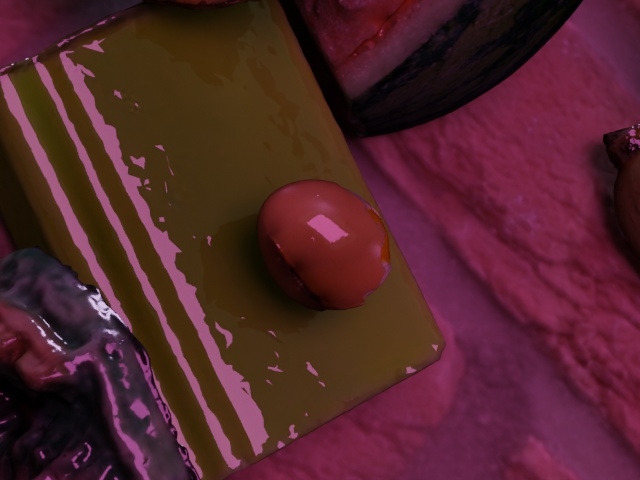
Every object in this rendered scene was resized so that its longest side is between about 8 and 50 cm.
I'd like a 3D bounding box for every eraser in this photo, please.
[{"bbox_3d":[-0.072,-0.005,1.067,0.210,0.092,0.274,-27,90,-27],"label":"eraser"}]

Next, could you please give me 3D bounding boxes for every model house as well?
[{"bbox_3d":[-0.205,0.154,0.903,0.237,0.202,0.237,-23,86,-28],"label":"model house"}]

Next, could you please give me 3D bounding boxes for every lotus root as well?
[{"bbox_3d":[0.263,-0.009,1.219,0.090,0.077,0.183,-44,97,-27],"label":"lotus root"}]

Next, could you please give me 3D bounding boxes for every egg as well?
[{"bbox_3d":[0.000,0.000,1.008,0.083,0.071,0.071,49,61,-32],"label":"egg"}]

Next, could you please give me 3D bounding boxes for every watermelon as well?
[{"bbox_3d":[0.074,-0.209,1.176,0.283,0.292,0.250,-50,142,-2],"label":"watermelon"}]

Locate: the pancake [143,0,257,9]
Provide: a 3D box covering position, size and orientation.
[{"bbox_3d":[-0.052,-0.312,1.058,0.382,0.071,0.382,-5,71,15],"label":"pancake"}]
